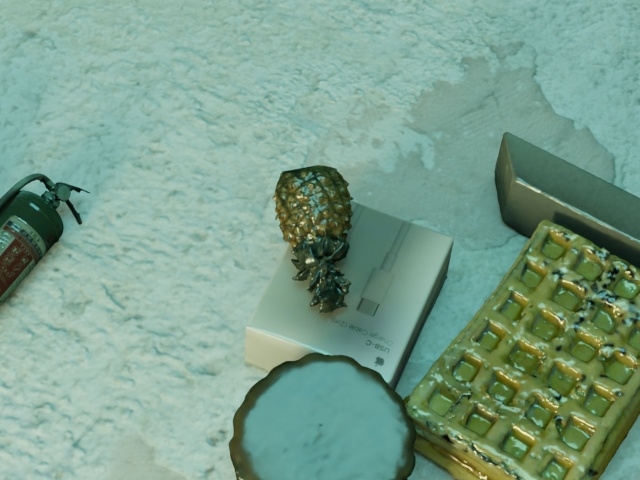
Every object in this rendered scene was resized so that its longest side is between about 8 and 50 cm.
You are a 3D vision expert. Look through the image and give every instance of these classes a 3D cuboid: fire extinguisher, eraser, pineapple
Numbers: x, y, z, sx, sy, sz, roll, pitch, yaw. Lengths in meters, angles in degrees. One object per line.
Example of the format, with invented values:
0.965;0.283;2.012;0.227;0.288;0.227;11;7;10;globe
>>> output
-0.419;0.007;2.123;0.093;0.118;0.294;1;45;47;fire extinguisher
0.383;-0.021;2.168;0.352;0.111;0.077;29;58;16;eraser
0.000;0.000;2.032;0.108;0.108;0.197;-8;68;-8;pineapple

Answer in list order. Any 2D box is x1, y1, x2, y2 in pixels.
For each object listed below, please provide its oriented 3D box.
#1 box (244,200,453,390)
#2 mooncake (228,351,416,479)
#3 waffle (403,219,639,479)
0.039;0.078;2.094;0.203;0.106;0.251;21;59;10;box
0.004;0.261;1.941;0.228;0.124;0.228;-1;66;2;mooncake
0.295;0.168;2.041;0.261;0.114;0.376;29;60;19;waffle
